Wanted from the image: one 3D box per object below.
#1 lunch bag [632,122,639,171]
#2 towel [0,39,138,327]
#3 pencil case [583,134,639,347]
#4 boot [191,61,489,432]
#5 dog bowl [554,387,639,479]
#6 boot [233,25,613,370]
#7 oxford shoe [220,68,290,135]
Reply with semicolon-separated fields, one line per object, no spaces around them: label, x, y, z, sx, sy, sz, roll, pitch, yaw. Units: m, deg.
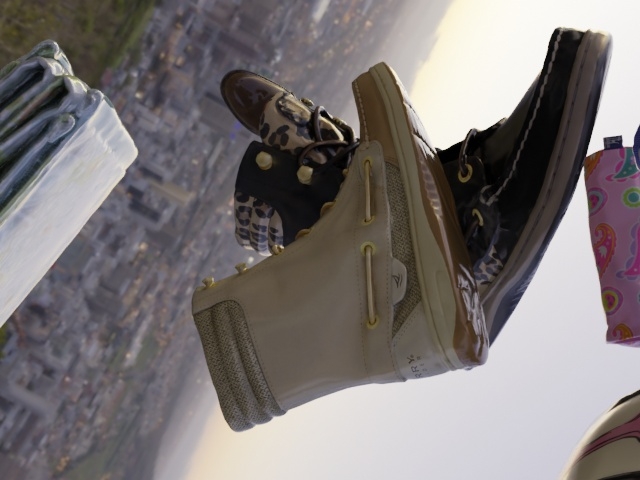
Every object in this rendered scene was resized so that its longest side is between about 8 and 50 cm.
lunch bag;0.517;-0.015;0.821;0.239;0.385;0.328;-60;-168;0
towel;-0.313;-0.013;0.852;0.320;0.090;0.374;-50;-179;-7
pencil case;0.434;0.004;1.232;0.124;0.124;0.284;123;-35;-76
boot;0.000;0.000;0.676;0.095;0.203;0.262;43;31;-55
dog bowl;0.275;0.285;0.518;0.150;0.408;0.408;-23;155;-39
boot;0.076;-0.062;0.820;0.138;0.284;0.377;-57;167;-40
oxford shoe;-0.047;-0.165;1.292;0.083;0.227;0.096;-51;-170;3
